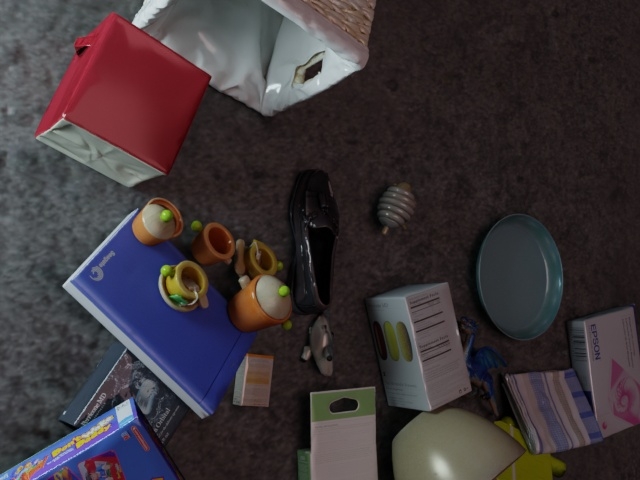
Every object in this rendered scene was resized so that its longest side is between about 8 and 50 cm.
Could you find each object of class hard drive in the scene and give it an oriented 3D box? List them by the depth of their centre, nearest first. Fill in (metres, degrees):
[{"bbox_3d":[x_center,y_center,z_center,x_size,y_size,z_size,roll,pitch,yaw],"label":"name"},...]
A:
[{"bbox_3d":[-0.260,0.121,1.246,0.318,0.040,0.210,48,36,-16],"label":"hard drive"}]

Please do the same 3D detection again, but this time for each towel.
[{"bbox_3d":[0.585,0.421,1.820,0.285,0.034,0.209,4,57,-36],"label":"towel"}]

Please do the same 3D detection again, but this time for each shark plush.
[{"bbox_3d":[0.003,0.196,1.495,0.067,0.073,0.161,28,48,-50],"label":"shark plush"}]

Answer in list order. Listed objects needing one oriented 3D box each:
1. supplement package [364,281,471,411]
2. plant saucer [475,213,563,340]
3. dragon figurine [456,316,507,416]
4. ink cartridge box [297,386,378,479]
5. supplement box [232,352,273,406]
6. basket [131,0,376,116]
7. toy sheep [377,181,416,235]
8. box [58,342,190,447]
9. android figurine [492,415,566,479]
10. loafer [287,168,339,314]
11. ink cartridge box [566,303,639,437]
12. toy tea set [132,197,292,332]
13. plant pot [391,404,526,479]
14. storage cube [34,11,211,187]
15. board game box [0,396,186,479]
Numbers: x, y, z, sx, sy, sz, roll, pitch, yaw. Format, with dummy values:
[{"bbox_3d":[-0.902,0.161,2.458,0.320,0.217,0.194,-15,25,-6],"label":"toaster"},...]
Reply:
[{"bbox_3d":[0.209,0.224,1.564,0.134,0.139,0.244,-15,93,-36],"label":"supplement package"},{"bbox_3d":[0.497,0.092,1.836,0.318,0.044,0.317,4,83,-34],"label":"plant saucer"},{"bbox_3d":[0.374,0.296,1.704,0.289,0.085,0.144,42,64,-23],"label":"dragon figurine"},{"bbox_3d":[0.036,0.421,1.477,0.171,0.056,0.235,3,81,-35],"label":"ink cartridge box"},{"bbox_3d":[-0.128,0.266,1.387,0.062,0.036,0.098,13,78,-34],"label":"supplement box"},{"bbox_3d":[-0.110,-0.440,1.297,0.331,0.328,0.266,25,68,-30],"label":"basket"},{"bbox_3d":[0.166,-0.070,1.597,0.091,0.091,0.132,28,76,-30],"label":"toy sheep"},{"bbox_3d":[-0.320,0.279,1.221,0.158,0.093,0.156,42,64,-23],"label":"box"},{"bbox_3d":[0.463,0.530,1.704,0.273,0.056,0.248,25,45,-16],"label":"android figurine"},{"bbox_3d":[0.000,0.000,1.465,0.109,0.095,0.302,10,80,-34],"label":"loafer"},{"bbox_3d":[0.829,0.356,2.027,0.330,0.071,0.324,-8,90,-34],"label":"ink cartridge box"},{"bbox_3d":[-0.170,0.037,1.272,0.336,0.124,0.200,25,48,-40],"label":"toy tea set"},{"bbox_3d":[0.260,0.460,1.529,0.284,0.284,0.191,-25,62,-34],"label":"plant pot"},{"bbox_3d":[-0.331,-0.223,1.205,0.215,0.184,0.193,29,71,-30],"label":"storage cube"},{"bbox_3d":[-0.312,0.455,1.146,0.233,0.078,0.347,-29,111,-12],"label":"board game box"}]
